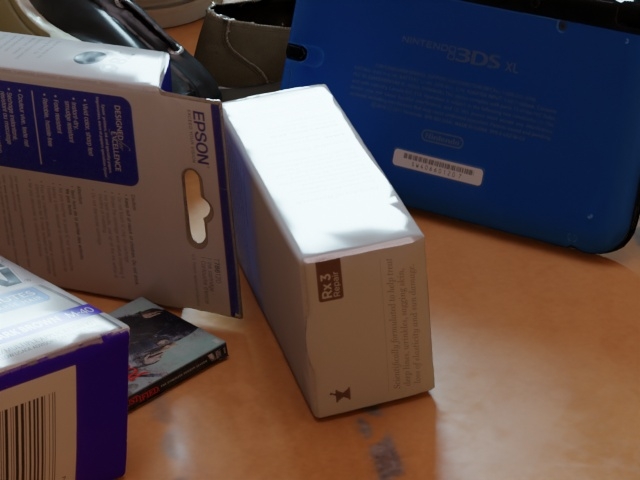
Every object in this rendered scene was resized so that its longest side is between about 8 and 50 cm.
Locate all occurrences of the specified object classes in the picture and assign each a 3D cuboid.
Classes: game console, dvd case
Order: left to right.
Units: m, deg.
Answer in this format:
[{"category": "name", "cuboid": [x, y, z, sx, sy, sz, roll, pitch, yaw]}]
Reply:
[{"category": "dvd case", "cuboid": [-0.131, 0.078, 1.254, 0.119, 0.013, 0.087, -29, 38, -35]}, {"category": "game console", "cuboid": [0.142, -0.143, 1.443, 0.293, 0.250, 0.173, 16, 10, 30]}]

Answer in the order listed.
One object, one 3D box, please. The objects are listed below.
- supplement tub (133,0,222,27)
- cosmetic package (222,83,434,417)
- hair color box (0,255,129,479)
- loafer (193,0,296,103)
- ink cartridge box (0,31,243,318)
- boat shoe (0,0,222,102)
[{"category": "supplement tub", "cuboid": [-0.153, -0.298, 1.718, 0.144, 0.200, 0.144, -3, 31, 2]}, {"category": "cosmetic package", "cuboid": [0.000, 0.000, 1.271, 0.085, 0.117, 0.231, -13, 32, -12]}, {"category": "hair color box", "cuboid": [-0.290, 0.060, 1.188, 0.339, 0.110, 0.185, 23, 29, 40]}, {"category": "loafer", "cuboid": [0.011, -0.176, 1.599, 0.251, 0.087, 0.094, -20, 34, -25]}, {"category": "ink cartridge box", "cuboid": [-0.194, -0.054, 1.339, 0.332, 0.165, 0.065, 11, 32, 22]}, {"category": "boat shoe", "cuboid": [-0.192, -0.169, 1.576, 0.113, 0.127, 0.340, -20, 35, -27]}]
